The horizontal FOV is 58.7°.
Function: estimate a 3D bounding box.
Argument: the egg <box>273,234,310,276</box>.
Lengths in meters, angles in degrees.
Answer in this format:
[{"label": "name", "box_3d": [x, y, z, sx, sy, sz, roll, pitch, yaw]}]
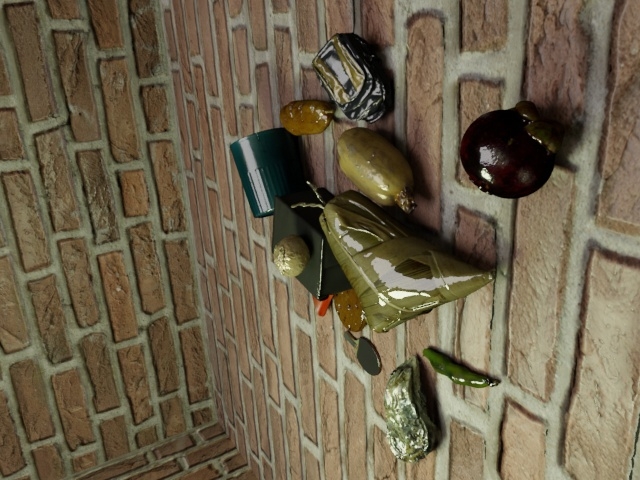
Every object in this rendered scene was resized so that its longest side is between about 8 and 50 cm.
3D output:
[{"label": "egg", "box_3d": [-0.092, 0.047, 1.813, 0.118, 0.116, 0.140, 114, 167, -79]}]

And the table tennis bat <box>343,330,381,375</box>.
[{"label": "table tennis bat", "box_3d": [0.151, 0.402, 2.071, 0.220, 0.019, 0.130, 42, 136, 45]}]

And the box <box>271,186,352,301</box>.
[{"label": "box", "box_3d": [-0.001, 0.000, 1.965, 0.345, 0.205, 0.251, 42, 137, 46]}]

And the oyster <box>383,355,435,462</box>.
[{"label": "oyster", "box_3d": [0.282, 0.536, 1.790, 0.162, 0.158, 0.350, 1, 98, 18]}]

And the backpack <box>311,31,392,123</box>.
[{"label": "backpack", "box_3d": [0.105, -0.458, 1.645, 0.206, 0.133, 0.258, -41, 73, 46]}]

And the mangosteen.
[{"label": "mangosteen", "box_3d": [0.393, -0.188, 1.181, 0.210, 0.210, 0.209, 35, 132, 51]}]

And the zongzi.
[{"label": "zongzi", "box_3d": [0.205, -0.035, 1.559, 0.467, 0.218, 0.499, -37, 79, 49]}]

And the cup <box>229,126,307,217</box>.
[{"label": "cup", "box_3d": [-0.200, -0.245, 2.179, 0.308, 0.242, 0.292, -19, 88, 60]}]

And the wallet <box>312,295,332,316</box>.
[{"label": "wallet", "box_3d": [0.008, 0.188, 2.174, 0.204, 0.045, 0.142, 108, 150, -58]}]

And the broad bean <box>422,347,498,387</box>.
[{"label": "broad bean", "box_3d": [0.382, 0.372, 1.608, 0.298, 0.043, 0.060, 17, 106, 57]}]

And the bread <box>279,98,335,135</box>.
[{"label": "bread", "box_3d": [-0.035, -0.431, 1.959, 0.344, 0.084, 0.124, 12, 131, 59]}]

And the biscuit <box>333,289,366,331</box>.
[{"label": "biscuit", "box_3d": [0.108, 0.227, 2.048, 0.212, 0.036, 0.212, 32, 127, 53]}]

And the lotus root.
[{"label": "lotus root", "box_3d": [0.171, -0.200, 1.621, 0.342, 0.152, 0.169, 47, 160, 35]}]
